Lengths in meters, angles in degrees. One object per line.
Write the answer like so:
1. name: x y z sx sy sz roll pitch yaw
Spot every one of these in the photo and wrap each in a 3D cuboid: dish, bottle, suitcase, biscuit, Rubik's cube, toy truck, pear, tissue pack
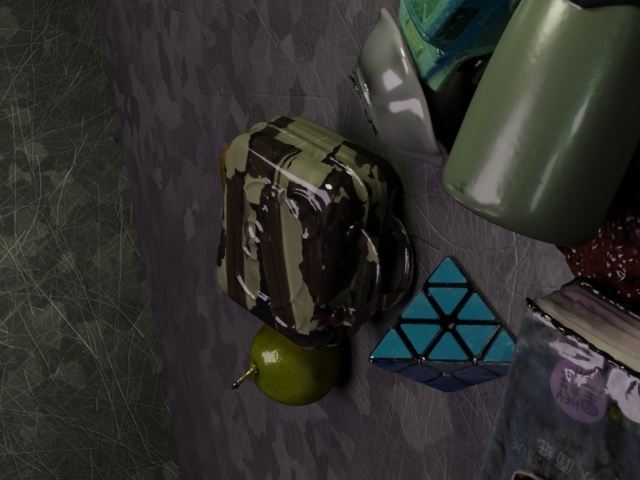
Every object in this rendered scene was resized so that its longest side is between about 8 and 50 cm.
1. dish: 0.094 -0.193 1.167 0.229 0.081 0.229 -21 -90 -84
2. bottle: 0.249 -0.176 0.828 0.168 0.168 0.347 41 117 53
3. suitcase: 0.000 0.000 1.411 0.339 0.194 0.351 30 128 31
4. biscuit: 0.318 -0.026 0.922 0.192 0.049 0.192 34 132 50
5. Rubik's cube: 0.142 0.169 1.194 0.211 0.178 0.190 -124 33 -44
6. toy truck: 0.185 -0.299 0.991 0.279 0.156 0.155 -47 56 57
7. pear: -0.067 0.220 1.584 0.166 0.216 0.180 -125 31 -50
8. tissue pack: 0.302 0.254 0.913 0.259 0.122 0.361 38 132 40

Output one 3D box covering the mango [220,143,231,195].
1. mango: -0.113 -0.087 1.669 0.130 0.167 0.262 -55 44 36
